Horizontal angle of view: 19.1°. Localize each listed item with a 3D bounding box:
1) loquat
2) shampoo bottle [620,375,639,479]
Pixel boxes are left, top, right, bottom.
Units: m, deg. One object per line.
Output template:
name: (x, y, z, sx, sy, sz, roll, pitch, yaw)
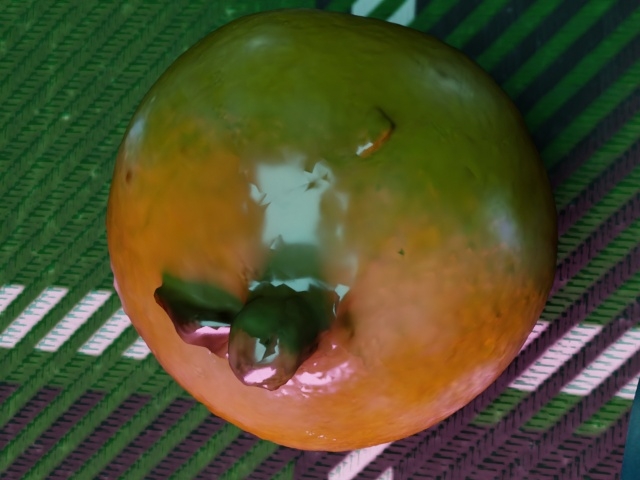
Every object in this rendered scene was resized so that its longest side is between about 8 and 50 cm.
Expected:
loquat: (0.000, 0.000, 1.340, 0.328, 0.359, 0.328, 5, 115, 12)
shampoo bottle: (0.382, 0.227, 1.204, 0.342, 0.331, 0.331, 1, 90, 19)
